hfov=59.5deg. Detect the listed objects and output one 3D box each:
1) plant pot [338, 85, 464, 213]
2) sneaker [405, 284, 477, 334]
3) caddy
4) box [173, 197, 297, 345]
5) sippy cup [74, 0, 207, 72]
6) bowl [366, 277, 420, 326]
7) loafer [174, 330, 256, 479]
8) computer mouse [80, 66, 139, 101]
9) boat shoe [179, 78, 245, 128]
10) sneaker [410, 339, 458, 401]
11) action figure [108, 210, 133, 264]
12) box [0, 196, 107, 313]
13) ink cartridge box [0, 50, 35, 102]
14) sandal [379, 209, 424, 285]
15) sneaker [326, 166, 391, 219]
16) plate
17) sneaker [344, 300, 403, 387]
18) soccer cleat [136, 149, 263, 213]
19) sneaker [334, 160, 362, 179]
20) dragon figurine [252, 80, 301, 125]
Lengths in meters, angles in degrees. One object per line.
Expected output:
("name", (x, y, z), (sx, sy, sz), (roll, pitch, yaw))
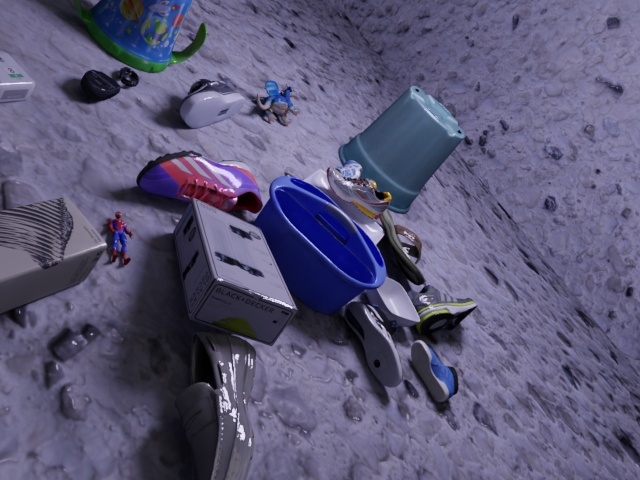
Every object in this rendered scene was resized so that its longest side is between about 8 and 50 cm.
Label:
("plant pot", (0.296, -0.331, 1.956), (0.341, 0.334, 0.341), (31, 31, -21))
("sneaker", (0.337, 0.178, 1.566), (0.299, 0.111, 0.121), (6, 42, -52))
("caddy", (0.000, 0.000, 1.287), (0.341, 0.179, 0.241), (43, 27, -1))
("box", (-0.166, 0.050, 1.024), (0.169, 0.087, 0.290), (25, 18, -32))
("sippy cup", (-0.454, -0.602, 1.458), (0.240, 0.224, 0.305), (46, 29, 5))
("bowl", (0.175, 0.159, 1.424), (0.142, 0.053, 0.142), (21, 33, -40))
("loafer", (-0.161, 0.258, 0.813), (0.111, 0.112, 0.320), (26, 25, -20))
("computer mouse", (-0.487, -0.365, 1.303), (0.071, 0.041, 0.242), (38, 22, -8))
("boat shoe", (-0.302, -0.376, 1.477), (0.102, 0.108, 0.301), (44, 26, 0))
("sneaker", (0.281, 0.310, 1.356), (0.084, 0.058, 0.152), (-2, 56, -46))
("action figure", (-0.357, -0.009, 0.994), (0.038, 0.030, 0.115), (13, 38, -36))
("box", (-0.440, 0.030, 0.760), (0.113, 0.094, 0.275), (47, 28, 6))
("ink cartridge box", (-0.667, -0.340, 1.011), (0.225, 0.056, 0.181), (47, 28, 2))
("sandal", (0.250, 0.002, 1.663), (0.303, 0.086, 0.120), (-106, 172, -45))
("sneaker", (0.111, -0.156, 1.638), (0.225, 0.093, 0.088), (29, 32, -25))
("plate", (0.042, -0.065, 1.570), (0.278, 0.045, 0.277), (44, 27, 1))
("sneaker", (0.151, 0.229, 1.277), (0.121, 0.079, 0.217), (10, 43, -47))
("soccer cleat", (-0.245, -0.114, 1.205), (0.318, 0.108, 0.117), (-3, 57, -57))
("sneaker", (0.078, -0.210, 1.774), (0.081, 0.080, 0.211), (39, 27, -15))
("dragon figurine", (-0.156, -0.450, 1.788), (0.144, 0.085, 0.289), (54, 29, 18))
